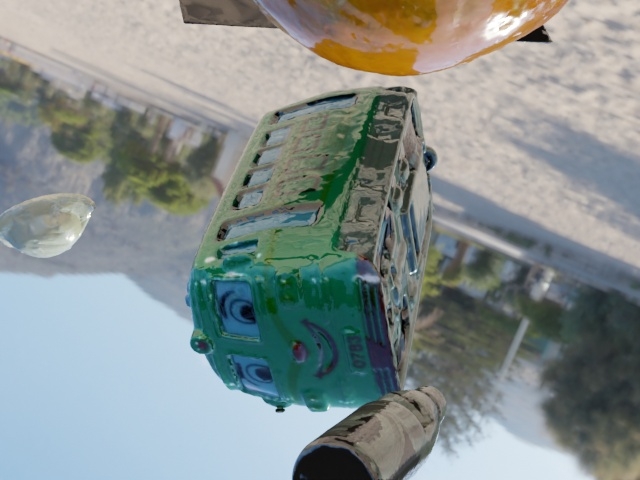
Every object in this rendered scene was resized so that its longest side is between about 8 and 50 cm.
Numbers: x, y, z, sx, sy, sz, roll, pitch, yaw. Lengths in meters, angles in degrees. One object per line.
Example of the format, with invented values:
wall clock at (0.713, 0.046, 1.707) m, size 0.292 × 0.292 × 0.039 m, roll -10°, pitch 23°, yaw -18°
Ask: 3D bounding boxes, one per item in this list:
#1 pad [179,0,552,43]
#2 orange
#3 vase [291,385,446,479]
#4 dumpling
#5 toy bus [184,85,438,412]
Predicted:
pad at (0.028, -0.286, 0.997) m, size 0.367 × 0.007 × 0.248 m, roll -2°, pitch -128°, yaw -19°
orange at (0.067, -0.249, 0.672) m, size 0.284 × 0.284 × 0.226 m, roll 26°, pitch 163°, yaw 48°
vase at (0.047, 0.136, 0.683) m, size 0.060 × 0.060 × 0.211 m, roll 24°, pitch -167°, yaw 19°
dumpling at (-0.211, -0.013, 0.745) m, size 0.077 × 0.043 × 0.059 m, roll -3°, pitch 158°, yaw 31°
toy bus at (0.000, 0.000, 0.947) m, size 0.199 × 0.184 × 0.343 m, roll -3°, pitch -147°, yaw 14°
